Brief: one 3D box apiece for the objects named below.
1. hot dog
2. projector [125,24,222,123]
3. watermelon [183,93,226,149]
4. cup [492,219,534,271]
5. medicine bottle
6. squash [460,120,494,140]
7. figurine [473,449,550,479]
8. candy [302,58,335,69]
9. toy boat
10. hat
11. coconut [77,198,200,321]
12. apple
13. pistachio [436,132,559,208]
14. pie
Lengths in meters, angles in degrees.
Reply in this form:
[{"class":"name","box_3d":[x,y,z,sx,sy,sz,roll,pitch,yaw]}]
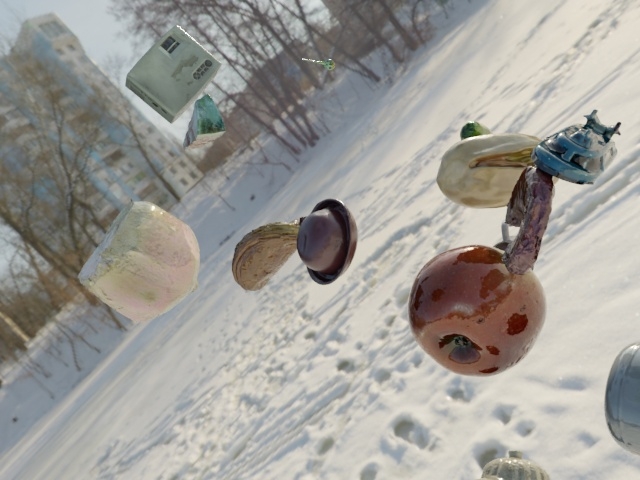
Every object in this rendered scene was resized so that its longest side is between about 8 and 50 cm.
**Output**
[{"class":"hot dog","box_3d":[-0.151,0.027,1.719,0.196,0.122,0.272,-11,-34,-52]},{"class":"projector","box_3d":[-0.276,-0.310,1.089,0.147,0.115,0.061,-55,14,-22]},{"class":"watermelon","box_3d":[-0.418,-0.383,1.985,0.094,0.154,0.241,-10,-14,-29]},{"class":"cup","box_3d":[0.563,0.036,1.730,0.134,0.174,0.142,-42,-8,29]},{"class":"medicine bottle","box_3d":[0.760,0.337,1.147,0.245,0.245,0.306,-47,28,-26]},{"class":"squash","box_3d":[0.450,-0.261,1.599,0.082,0.082,0.292,-40,-31,19]},{"class":"figurine","box_3d":[0.509,0.717,1.473,0.185,0.333,0.204,-17,-6,34]},{"class":"candy","box_3d":[-0.005,-0.431,1.410,0.023,0.083,0.025,-123,40,-58]},{"class":"toy boat","box_3d":[0.522,-0.197,1.156,0.298,0.134,0.092,-28,-34,-51]},{"class":"hat","box_3d":[0.000,0.000,1.283,0.205,0.089,0.206,-13,74,57]},{"class":"coconut","box_3d":[-0.586,0.087,1.999,0.404,0.405,0.404,-42,8,7]},{"class":"apple","box_3d":[0.393,0.180,1.479,0.348,0.348,0.277,-34,16,47]},{"class":"pistachio","box_3d":[0.441,-0.170,1.458,0.298,0.188,0.187,-4,6,-6]},{"class":"pie","box_3d":[0.409,-0.046,1.151,0.205,0.053,0.219,95,-170,-46]}]
